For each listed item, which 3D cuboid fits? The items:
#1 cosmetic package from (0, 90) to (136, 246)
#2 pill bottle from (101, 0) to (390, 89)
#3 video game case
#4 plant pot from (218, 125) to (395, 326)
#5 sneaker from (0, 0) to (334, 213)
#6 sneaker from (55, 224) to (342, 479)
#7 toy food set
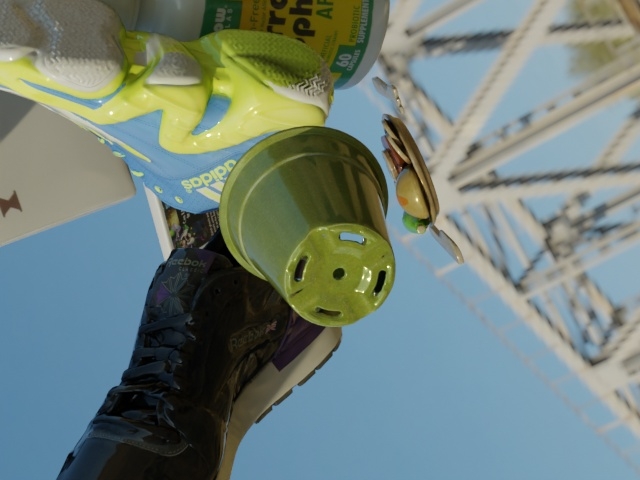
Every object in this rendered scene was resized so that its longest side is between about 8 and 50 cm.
[{"bbox_3d":[-0.378,-0.091,1.463,0.161,0.453,0.230,-22,-84,-36],"label":"cosmetic package"},{"bbox_3d":[-0.068,-0.164,1.057,0.208,0.117,0.118,0,-124,-28],"label":"pill bottle"},{"bbox_3d":[-0.146,-0.087,1.909,0.173,0.022,0.190,-35,-55,-37],"label":"video game case"},{"bbox_3d":[0.000,0.000,0.710,0.083,0.083,0.079,52,-174,-27],"label":"plant pot"},{"bbox_3d":[-0.116,-0.073,0.955,0.091,0.240,0.126,-80,0,-51],"label":"sneaker"},{"bbox_3d":[-0.091,0.073,0.955,0.283,0.107,0.124,-51,-42,-46],"label":"sneaker"},{"bbox_3d":[0.082,-0.067,1.560,0.132,0.038,0.192,-126,13,-73],"label":"toy food set"}]
